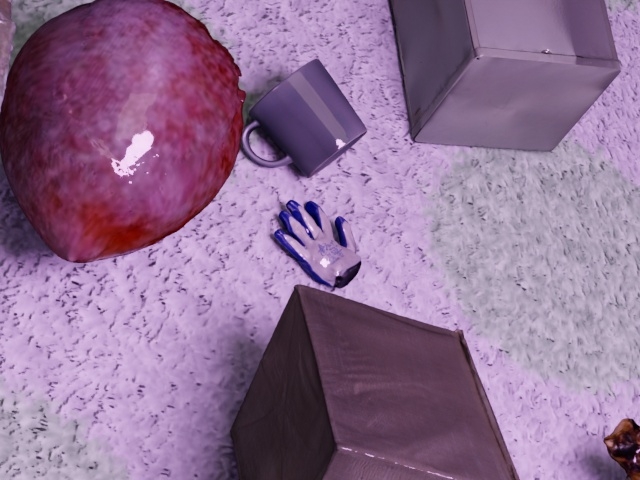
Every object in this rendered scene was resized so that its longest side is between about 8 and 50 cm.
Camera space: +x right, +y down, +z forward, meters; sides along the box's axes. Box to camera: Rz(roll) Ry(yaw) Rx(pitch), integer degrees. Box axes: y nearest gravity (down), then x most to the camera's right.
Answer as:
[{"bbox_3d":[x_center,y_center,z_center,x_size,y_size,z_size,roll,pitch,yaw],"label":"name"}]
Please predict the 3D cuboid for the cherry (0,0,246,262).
[{"bbox_3d":[-0.160,-0.081,1.552,0.192,0.175,0.249,36,49,-22],"label":"cherry"}]

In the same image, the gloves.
[{"bbox_3d":[0.000,0.000,1.681,0.086,0.026,0.064,44,50,7],"label":"gloves"}]

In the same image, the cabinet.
[{"bbox_3d":[0.159,-0.208,1.807,0.145,0.150,0.206,3,61,-21],"label":"cabinet"}]

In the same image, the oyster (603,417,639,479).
[{"bbox_3d":[0.374,0.244,1.682,0.345,0.079,0.128,34,60,-23],"label":"oyster"}]

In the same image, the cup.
[{"bbox_3d":[-0.018,-0.096,1.704,0.100,0.078,0.077,-38,88,-4],"label":"cup"}]

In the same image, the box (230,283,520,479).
[{"bbox_3d":[0.035,0.167,1.466,0.149,0.155,0.231,18,25,-17],"label":"box"}]

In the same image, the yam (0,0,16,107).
[{"bbox_3d":[-0.398,-0.152,1.431,0.348,0.241,0.241,18,55,-22],"label":"yam"}]
